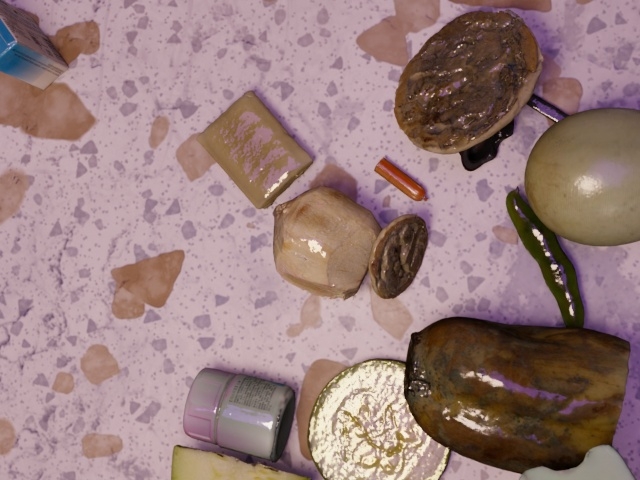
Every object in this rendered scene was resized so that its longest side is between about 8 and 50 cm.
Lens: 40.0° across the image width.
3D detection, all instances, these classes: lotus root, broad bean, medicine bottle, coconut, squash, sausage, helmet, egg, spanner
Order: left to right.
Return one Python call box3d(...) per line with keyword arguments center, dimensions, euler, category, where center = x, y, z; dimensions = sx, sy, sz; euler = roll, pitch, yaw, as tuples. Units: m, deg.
box3d(center=(-0.147, 0.458, 1.503), dimensions=(0.237, 0.204, 0.155), euler=(15, 69, 7), category="squash")
box3d(center=(-0.139, 0.298, 1.516), dimensions=(0.168, 0.135, 0.135), euler=(12, 89, 10), category="medicine bottle")
box3d(center=(0.001, -0.003, 1.486), dimensions=(0.194, 0.194, 0.194), euler=(-1, 87, 10), category="coconut")
box3d(center=(0.106, 0.329, 1.512), dimensions=(0.252, 0.049, 0.252), euler=(-1, 86, 10), category="squash")
box3d(center=(0.144, -0.102, 1.538), dimensions=(0.107, 0.031, 0.031), euler=(37, 94, 9), category="sausage")
box3d(center=(0.267, -0.185, 1.492), dimensions=(0.123, 0.098, 0.070), euler=(-47, 54, 8), category="helmet")
box3d(center=(0.301, 0.236, 1.388), dimensions=(0.346, 0.250, 0.250), euler=(12, 89, 8), category="lotus root")
box3d(center=(0.380, -0.231, 1.509), dimensions=(0.254, 0.015, 0.054), euler=(35, 95, 10), category="spanner")
box3d(center=(0.392, 0.044, 1.478), dimensions=(0.060, 0.043, 0.297), euler=(-26, 84, 18), category="broad bean")
box3d(center=(0.472, -0.101, 1.381), dimensions=(0.295, 0.218, 0.218), euler=(-5, 86, 11), category="egg")

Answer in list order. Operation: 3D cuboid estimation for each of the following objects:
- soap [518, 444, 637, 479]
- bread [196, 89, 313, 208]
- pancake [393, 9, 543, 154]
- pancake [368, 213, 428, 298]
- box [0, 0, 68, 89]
box3d(center=(0.420, 0.520, 1.287), dimensions=(0.156, 0.446, 0.261), euler=(-21, 47, 0), category="soap")
box3d(center=(-0.116, -0.160, 1.573), dimensions=(0.139, 0.060, 0.178), euler=(-40, 81, 7), category="bread")
box3d(center=(0.241, -0.264, 1.464), dimensions=(0.282, 0.049, 0.282), euler=(-17, 55, 26), category="pancake")
box3d(center=(0.131, 0.025, 1.475), dimensions=(0.028, 0.158, 0.158), euler=(21, 91, 36), category="pancake")
box3d(center=(-0.564, -0.366, 1.598), dimensions=(0.073, 0.194, 0.139), euler=(-39, 81, 7), category="box")
